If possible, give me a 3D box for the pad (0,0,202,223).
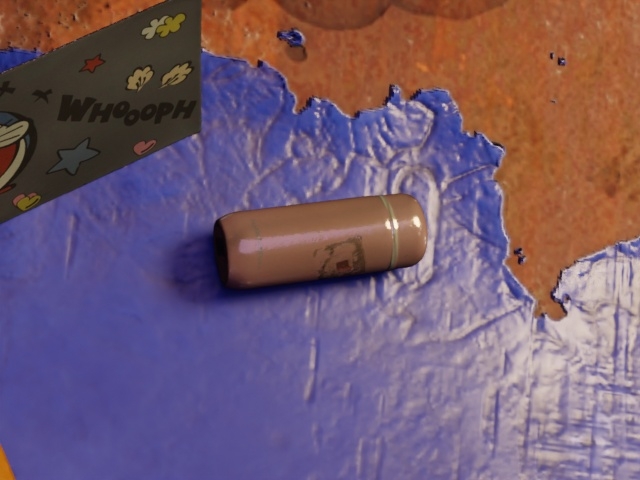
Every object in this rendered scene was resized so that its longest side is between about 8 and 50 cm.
[{"bbox_3d":[-0.182,-0.065,1.227,0.245,0.170,0.006,-26,65,-17],"label":"pad"}]

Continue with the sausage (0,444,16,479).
[{"bbox_3d":[-0.256,0.122,1.204,0.098,0.098,0.238,-30,83,-18],"label":"sausage"}]

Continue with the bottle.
[{"bbox_3d":[0.000,0.000,1.310,0.140,0.053,0.053,-8,79,-15],"label":"bottle"}]
